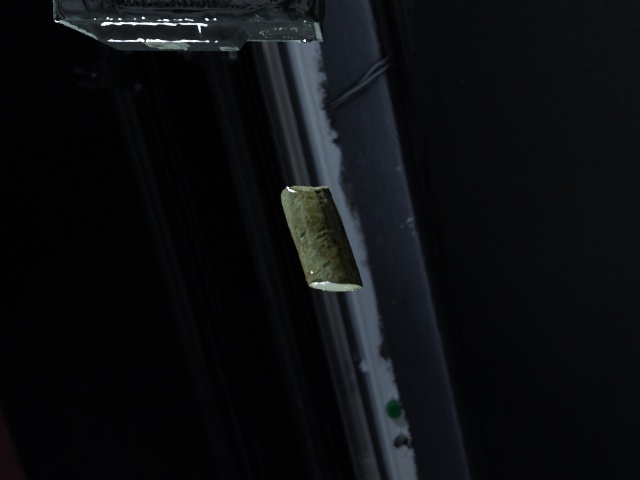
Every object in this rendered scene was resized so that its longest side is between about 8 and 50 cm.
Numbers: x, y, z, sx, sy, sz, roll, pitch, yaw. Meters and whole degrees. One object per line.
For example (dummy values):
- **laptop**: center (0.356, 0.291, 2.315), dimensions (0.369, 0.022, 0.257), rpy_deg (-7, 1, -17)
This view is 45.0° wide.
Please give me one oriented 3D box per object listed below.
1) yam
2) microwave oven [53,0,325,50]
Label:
- **yam**: center (0.000, 0.000, 0.590), dimensions (0.043, 0.043, 0.094), rpy_deg (-34, -117, 37)
- **microwave oven**: center (-0.142, -0.344, 0.889), dimensions (0.295, 0.181, 0.238), rpy_deg (1, -84, 1)
